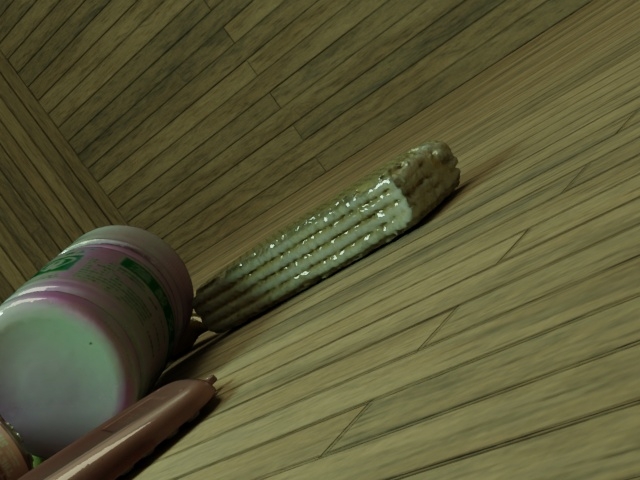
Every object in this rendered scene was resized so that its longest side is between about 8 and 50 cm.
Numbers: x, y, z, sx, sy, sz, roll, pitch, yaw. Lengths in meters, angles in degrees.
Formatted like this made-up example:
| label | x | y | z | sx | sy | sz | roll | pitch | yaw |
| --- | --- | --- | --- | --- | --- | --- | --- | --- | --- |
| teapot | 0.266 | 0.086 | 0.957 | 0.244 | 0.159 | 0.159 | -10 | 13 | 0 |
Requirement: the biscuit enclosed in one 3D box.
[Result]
| label | x | y | z | sx | sy | sz | roll | pitch | yaw |
| --- | --- | --- | --- | --- | --- | --- | --- | --- | --- |
| biscuit | 0.000 | 0.000 | 1.507 | 0.426 | 0.078 | 0.144 | -30 | 7 | 43 |

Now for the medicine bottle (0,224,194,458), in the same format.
| label | x | y | z | sx | sy | sz | roll | pitch | yaw |
| --- | --- | --- | --- | --- | --- | --- | --- | --- | --- |
| medicine bottle | -0.294 | 0.119 | 1.494 | 0.212 | 0.212 | 0.325 | -34 | 9 | 15 |

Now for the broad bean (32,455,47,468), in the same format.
| label | x | y | z | sx | sy | sz | roll | pitch | yaw |
| --- | --- | --- | --- | --- | --- | --- | --- | --- | --- |
| broad bean | -0.347 | 0.260 | 1.454 | 0.045 | 0.063 | 0.083 | -16 | 32 | -3 |

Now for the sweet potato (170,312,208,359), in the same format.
| label | x | y | z | sx | sy | sz | roll | pitch | yaw |
| --- | --- | --- | --- | --- | --- | --- | --- | --- | --- |
| sweet potato | -0.215 | 0.142 | 1.720 | 0.206 | 0.068 | 0.060 | -27 | 45 | 45 |

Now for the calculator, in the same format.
| label | x | y | z | sx | sy | sz | roll | pitch | yaw |
| --- | --- | --- | --- | --- | --- | --- | --- | --- | --- |
| calculator | -0.240 | 0.230 | 1.171 | 0.330 | 0.048 | 0.220 | -35 | 3 | -20 |

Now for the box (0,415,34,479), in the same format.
| label | x | y | z | sx | sy | sz | roll | pitch | yaw |
| --- | --- | --- | --- | --- | --- | --- | --- | --- | --- |
| box | -0.396 | 0.269 | 1.287 | 0.135 | 0.151 | 0.151 | -30 | 1 | -39 |
